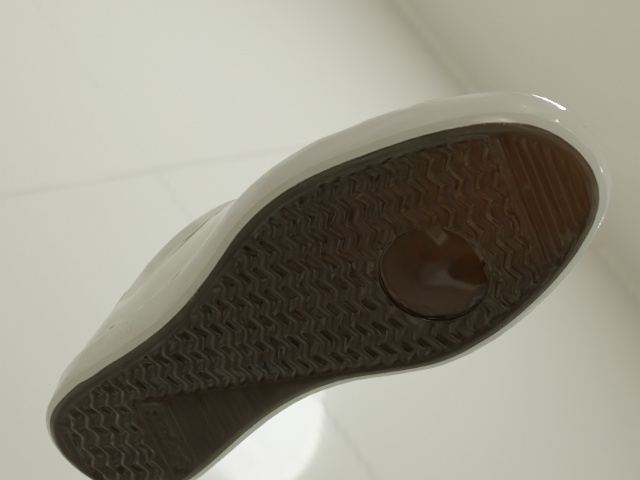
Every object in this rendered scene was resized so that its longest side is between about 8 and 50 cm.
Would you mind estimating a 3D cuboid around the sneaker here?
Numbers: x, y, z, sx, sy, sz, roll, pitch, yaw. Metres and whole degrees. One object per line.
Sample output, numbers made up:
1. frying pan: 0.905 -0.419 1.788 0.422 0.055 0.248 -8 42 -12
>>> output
1. sneaker: 0.000 0.000 0.787 0.290 0.123 0.106 -29 -68 34
